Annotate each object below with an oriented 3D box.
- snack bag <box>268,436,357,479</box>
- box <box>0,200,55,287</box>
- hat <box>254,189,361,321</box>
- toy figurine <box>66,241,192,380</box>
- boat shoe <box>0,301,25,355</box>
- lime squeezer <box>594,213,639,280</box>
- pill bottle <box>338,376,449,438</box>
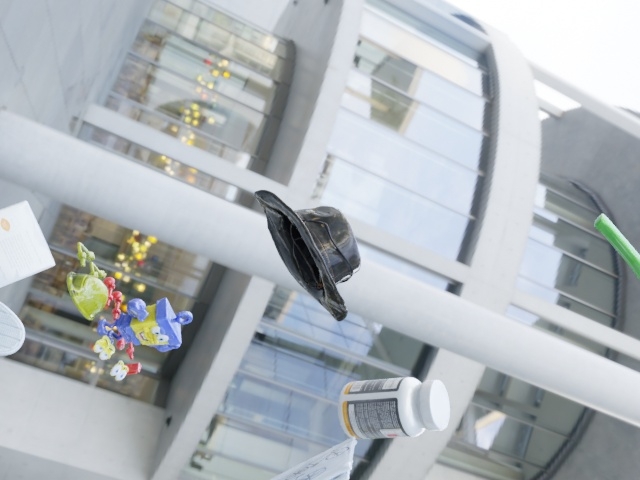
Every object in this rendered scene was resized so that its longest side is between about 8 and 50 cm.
[{"bbox_3d":[-0.061,0.572,1.585,0.323,0.037,0.342,-28,173,1],"label":"snack bag"},{"bbox_3d":[-0.588,0.017,1.223,0.091,0.170,0.130,7,-61,66],"label":"box"},{"bbox_3d":[0.000,0.000,1.422,0.134,0.331,0.331,-33,-169,-13],"label":"hat"},{"bbox_3d":[-0.410,0.158,1.573,0.191,0.217,0.362,-93,173,-45],"label":"toy figurine"},{"bbox_3d":[-0.540,0.105,0.992,0.083,0.226,0.076,-66,-172,-26],"label":"boat shoe"},{"bbox_3d":[0.425,0.096,0.747,0.059,0.310,0.110,-56,177,24],"label":"lime squeezer"},{"bbox_3d":[0.201,0.459,1.859,0.278,0.162,0.162,-11,-130,31],"label":"pill bottle"}]
